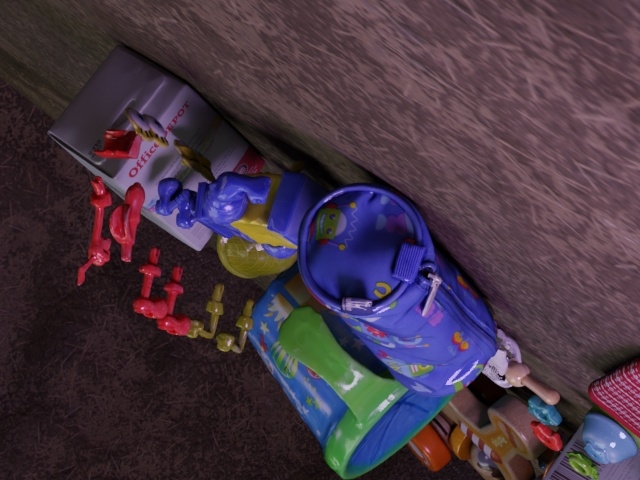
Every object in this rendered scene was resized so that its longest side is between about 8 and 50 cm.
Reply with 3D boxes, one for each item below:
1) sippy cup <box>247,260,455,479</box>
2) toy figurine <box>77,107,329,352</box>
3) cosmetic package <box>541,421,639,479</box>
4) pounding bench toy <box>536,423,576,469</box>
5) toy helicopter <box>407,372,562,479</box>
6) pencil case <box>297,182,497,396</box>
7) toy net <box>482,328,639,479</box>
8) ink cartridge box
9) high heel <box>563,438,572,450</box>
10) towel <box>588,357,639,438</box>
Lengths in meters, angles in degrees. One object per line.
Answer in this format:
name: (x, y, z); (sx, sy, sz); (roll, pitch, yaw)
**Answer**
sippy cup: (0.037, 0.132, 2.039); (0.224, 0.240, 0.305); (45, 152, 18)
toy figurine: (-0.052, 0.008, 1.679); (0.217, 0.191, 0.362); (4, 163, 28)
cosmetic package: (0.356, 0.322, 1.894); (0.184, 0.151, 0.151); (39, 173, -34)
pounding bench toy: (0.334, 0.295, 2.251); (0.052, 0.065, 0.083); (32, 173, 39)
toy helicopter: (0.236, 0.269, 2.129); (0.235, 0.140, 0.355); (51, 169, 8)
pencil case: (0.080, 0.053, 1.547); (0.133, 0.119, 0.306); (22, 168, 25)
toy net: (0.237, 0.164, 1.807); (0.232, 0.045, 0.122); (42, 161, 0)
ink cartridge box: (-0.175, -0.099, 1.796); (0.127, 0.128, 0.176); (33, 172, 38)
high heel: (0.362, 0.316, 2.135); (0.186, 0.093, 0.261); (38, 167, 0)
towel: (0.332, 0.174, 1.455); (0.199, 0.031, 0.275); (38, 173, 6)
